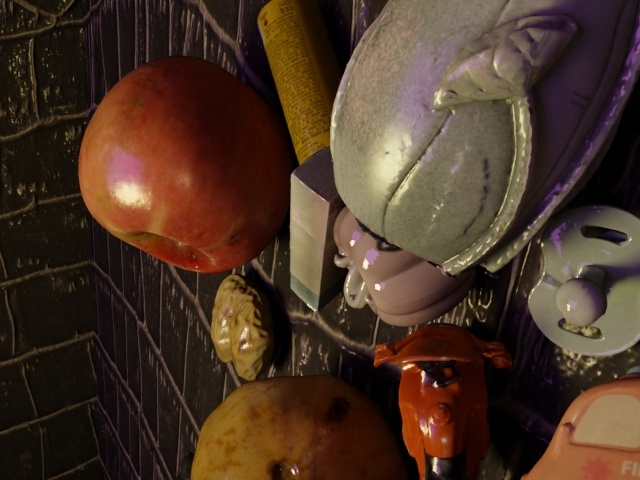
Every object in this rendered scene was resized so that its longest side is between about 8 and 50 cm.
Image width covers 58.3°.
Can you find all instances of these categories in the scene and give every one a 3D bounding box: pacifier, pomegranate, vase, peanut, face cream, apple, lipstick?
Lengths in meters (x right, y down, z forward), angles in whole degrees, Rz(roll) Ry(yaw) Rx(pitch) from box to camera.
[{"bbox_3d":[0.250,0.047,0.518,0.127,0.117,0.150,22,114,25],"label":"pacifier"},{"bbox_3d":[-0.039,0.359,0.867,0.342,0.343,0.342,18,112,55],"label":"pomegranate"},{"bbox_3d":[0.172,-0.199,0.468,0.250,0.250,0.445,53,131,38],"label":"vase"},{"bbox_3d":[-0.158,0.179,1.185,0.233,0.110,0.196,26,113,52],"label":"peanut"},{"bbox_3d":[-0.003,-0.196,0.865,0.105,0.105,0.348,-37,65,54],"label":"face cream"},{"bbox_3d":[-0.223,-0.132,1.000,0.364,0.364,0.363,18,112,55],"label":"apple"},{"bbox_3d":[0.000,0.000,0.823,0.068,0.066,0.317,41,155,19],"label":"lipstick"}]

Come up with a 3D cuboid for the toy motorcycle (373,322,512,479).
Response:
[{"bbox_3d":[0.132,0.223,0.607,0.221,0.148,0.325,67,-156,-52],"label":"toy motorcycle"}]

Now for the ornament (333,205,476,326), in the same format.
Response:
[{"bbox_3d":[0.093,0.016,0.687,0.177,0.178,0.177,18,112,55],"label":"ornament"}]

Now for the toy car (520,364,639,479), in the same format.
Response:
[{"bbox_3d":[0.287,0.195,0.418,0.271,0.181,0.212,-15,47,52],"label":"toy car"}]

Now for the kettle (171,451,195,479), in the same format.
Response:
[{"bbox_3d":[-0.291,0.721,1.404,0.308,0.203,0.262,47,166,46],"label":"kettle"}]
